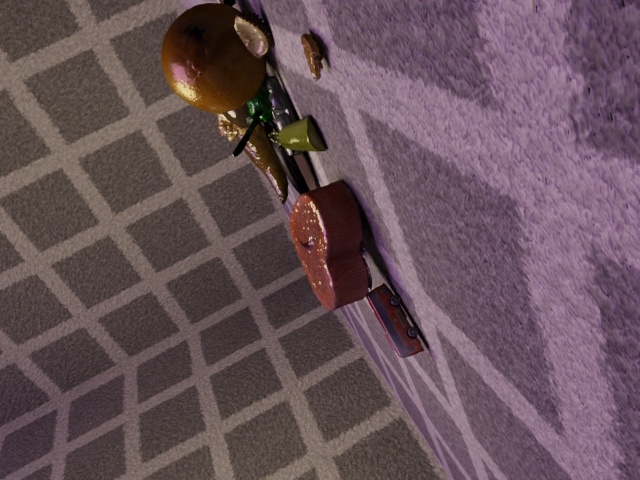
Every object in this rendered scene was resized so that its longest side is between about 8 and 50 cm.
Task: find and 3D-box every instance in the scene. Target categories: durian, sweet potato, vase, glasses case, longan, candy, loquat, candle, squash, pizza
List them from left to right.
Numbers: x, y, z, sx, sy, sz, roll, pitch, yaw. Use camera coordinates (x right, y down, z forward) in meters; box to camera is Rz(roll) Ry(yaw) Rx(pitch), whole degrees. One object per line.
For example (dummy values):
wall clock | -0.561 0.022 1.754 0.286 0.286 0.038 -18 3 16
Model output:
loquat | -0.262 -0.452 1.357 0.262 0.263 0.263 61 174 10
longan | -0.219 -0.419 1.600 0.187 0.168 0.167 59 174 38
candy | -0.172 -0.303 1.392 0.323 0.097 0.097 -75 -32 -49
durian | -0.142 -0.454 1.210 0.052 0.066 0.130 59 -177 34
sweet potato | -0.233 -0.349 2.250 0.422 0.131 0.130 61 175 -10
vase | -0.093 -0.326 1.421 0.060 0.060 0.211 -128 16 -61
glasses case | -0.085 -0.243 1.620 0.122 0.075 0.314 53 174 44
squash | -0.055 -0.258 1.329 0.090 0.075 0.200 44 163 -33
pizza | -0.008 -0.304 0.906 0.083 0.025 0.078 -114 6 -45
candle | 0.000 0.000 1.362 0.287 0.132 0.316 -136 34 -55

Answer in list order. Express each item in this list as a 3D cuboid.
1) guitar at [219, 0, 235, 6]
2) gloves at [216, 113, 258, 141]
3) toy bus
guitar | -0.282 -0.708 1.356 0.083 0.038 0.271 57 175 37
gloves | -0.294 -0.500 1.906 0.203 0.156 0.356 46 149 46
toy bus | 0.184 0.201 1.355 0.192 0.077 0.065 62 178 15
